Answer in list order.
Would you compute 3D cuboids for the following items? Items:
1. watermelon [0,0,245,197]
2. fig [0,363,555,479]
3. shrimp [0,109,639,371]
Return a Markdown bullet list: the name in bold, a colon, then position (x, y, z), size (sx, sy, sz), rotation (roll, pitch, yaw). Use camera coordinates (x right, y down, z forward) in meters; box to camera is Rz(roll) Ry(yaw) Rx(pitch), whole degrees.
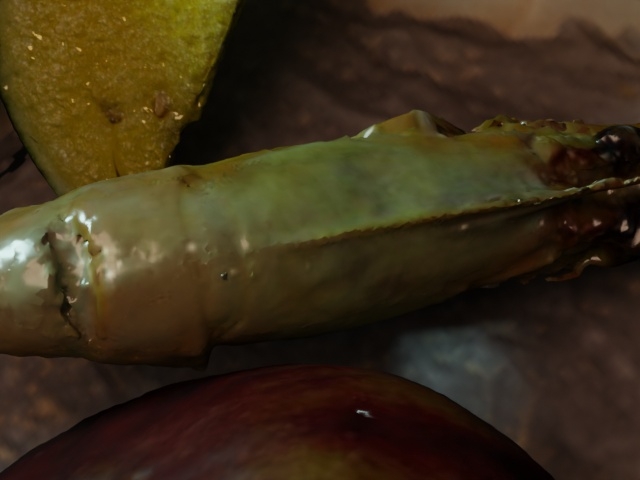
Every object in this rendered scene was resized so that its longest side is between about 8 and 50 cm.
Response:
- **watermelon**: position (-0.054, -0.096, 0.613), size (0.092, 0.075, 0.181), rotation (30, 120, 15)
- **fig**: position (-0.023, 0.147, 0.482), size (0.235, 0.214, 0.235), rotation (-27, 49, 36)
- **shrimp**: position (0.000, -0.001, 0.556), size (0.267, 0.145, 0.061), rotation (-13, 89, -7)
